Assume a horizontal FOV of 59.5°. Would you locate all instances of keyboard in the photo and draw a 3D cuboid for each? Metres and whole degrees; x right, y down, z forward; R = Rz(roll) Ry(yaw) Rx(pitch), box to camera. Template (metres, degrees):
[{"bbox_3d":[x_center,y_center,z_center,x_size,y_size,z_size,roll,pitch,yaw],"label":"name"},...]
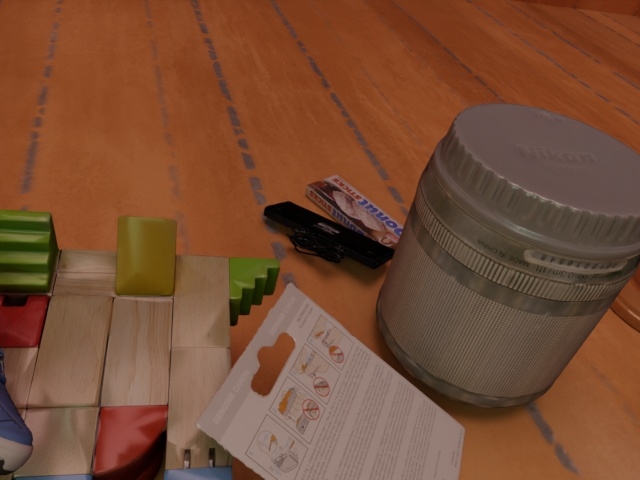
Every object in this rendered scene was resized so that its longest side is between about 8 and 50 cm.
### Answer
[{"bbox_3d":[0.000,0.000,0.764,0.192,0.038,0.100,25,23,28],"label":"keyboard"}]

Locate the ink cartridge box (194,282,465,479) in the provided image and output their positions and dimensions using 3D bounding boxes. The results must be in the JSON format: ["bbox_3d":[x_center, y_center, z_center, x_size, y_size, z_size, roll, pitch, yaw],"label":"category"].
[{"bbox_3d":[0.016,0.166,0.469,0.225,0.056,0.181,39,36,-4],"label":"ink cartridge box"}]

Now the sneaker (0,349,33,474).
[{"bbox_3d":[-0.239,0.051,0.347,0.081,0.080,0.211,-39,75,-20],"label":"sneaker"}]

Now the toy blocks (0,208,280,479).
[{"bbox_3d":[-0.218,0.137,0.436,0.382,0.190,0.260,3,50,-14],"label":"toy blocks"}]

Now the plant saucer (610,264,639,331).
[{"bbox_3d":[0.507,0.078,0.814,0.200,0.037,0.199,8,38,-6],"label":"plant saucer"}]

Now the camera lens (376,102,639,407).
[{"bbox_3d":[0.191,0.023,0.593,0.220,0.274,0.219,8,39,-7],"label":"camera lens"}]

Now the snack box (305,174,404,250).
[{"bbox_3d":[0.058,-0.038,0.834,0.064,0.022,0.178,-23,51,-36],"label":"snack box"}]
